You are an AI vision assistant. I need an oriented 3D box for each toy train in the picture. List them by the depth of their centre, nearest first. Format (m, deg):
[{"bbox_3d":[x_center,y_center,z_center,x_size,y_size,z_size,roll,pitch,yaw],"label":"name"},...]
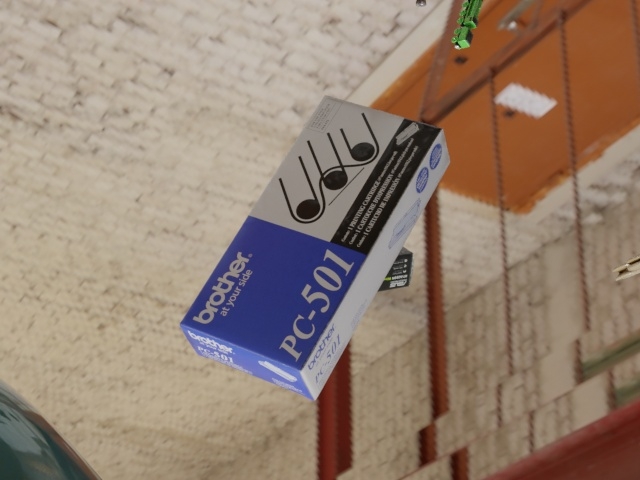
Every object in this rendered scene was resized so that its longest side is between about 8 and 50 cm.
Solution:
[{"bbox_3d":[0.174,-0.258,1.517,0.017,0.023,0.083,44,-127,-37],"label":"toy train"}]

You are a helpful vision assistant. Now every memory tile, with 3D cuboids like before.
[{"bbox_3d":[0.310,-0.001,1.066,0.113,0.148,0.012,-19,-99,-12],"label":"memory tile"}]

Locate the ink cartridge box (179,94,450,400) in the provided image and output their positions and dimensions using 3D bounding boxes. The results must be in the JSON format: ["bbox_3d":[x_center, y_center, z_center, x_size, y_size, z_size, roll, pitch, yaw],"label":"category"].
[{"bbox_3d":[0.000,0.000,0.887,0.097,0.046,0.207,18,-117,25],"label":"ink cartridge box"}]

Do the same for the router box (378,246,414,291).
[{"bbox_3d":[0.015,0.019,1.252,0.122,0.038,0.092,-8,-154,-28],"label":"router box"}]

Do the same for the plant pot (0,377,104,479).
[{"bbox_3d":[-0.292,0.205,0.873,0.293,0.293,0.235,-52,-55,-39],"label":"plant pot"}]

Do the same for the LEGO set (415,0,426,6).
[{"bbox_3d":[0.165,-0.332,1.393,0.255,0.331,0.192,7,-92,-11],"label":"LEGO set"}]
